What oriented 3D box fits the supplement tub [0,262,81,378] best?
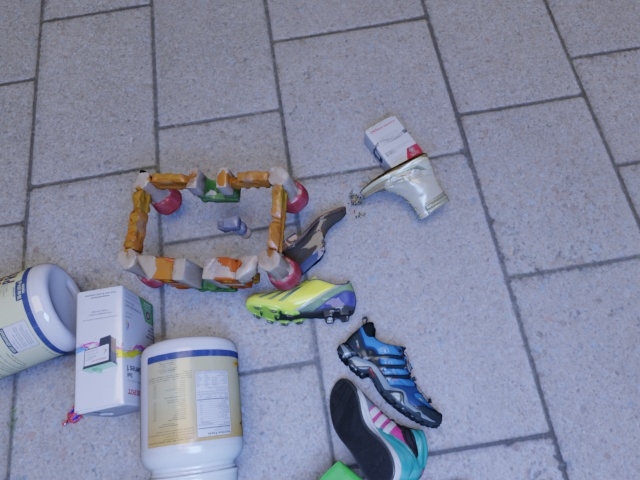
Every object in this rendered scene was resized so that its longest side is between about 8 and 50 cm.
[{"bbox_3d":[-0.783,0.215,1.234,0.324,0.235,0.236,-22,69,-6],"label":"supplement tub"}]

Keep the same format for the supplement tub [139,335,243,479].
[{"bbox_3d":[-0.296,0.398,1.143,0.228,0.228,0.316,-8,69,0],"label":"supplement tub"}]

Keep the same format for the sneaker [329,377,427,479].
[{"bbox_3d":[0.148,0.449,1.161,0.124,0.178,0.295,-56,34,13],"label":"sneaker"}]

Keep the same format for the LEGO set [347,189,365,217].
[{"bbox_3d":[0.104,-0.104,1.430,0.054,0.023,0.083,0,82,5],"label":"LEGO set"}]

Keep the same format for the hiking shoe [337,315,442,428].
[{"bbox_3d":[0.185,0.323,1.208,0.304,0.113,0.132,39,76,16],"label":"hiking shoe"}]

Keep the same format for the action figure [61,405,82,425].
[{"bbox_3d":[-0.606,0.425,1.257,0.038,0.030,0.115,43,79,12],"label":"action figure"}]

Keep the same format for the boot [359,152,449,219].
[{"bbox_3d":[0.234,-0.126,1.384,0.213,0.077,0.165,-27,99,17],"label":"boot"}]

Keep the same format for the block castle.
[{"bbox_3d":[-0.268,-0.021,1.297,0.453,0.213,0.303,0,72,12],"label":"block castle"}]

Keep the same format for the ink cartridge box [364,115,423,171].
[{"bbox_3d":[0.213,-0.277,1.464,0.109,0.063,0.150,-30,70,-8],"label":"ink cartridge box"}]

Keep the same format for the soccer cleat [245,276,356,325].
[{"bbox_3d":[-0.050,0.153,1.305,0.289,0.093,0.121,0,58,2],"label":"soccer cleat"}]

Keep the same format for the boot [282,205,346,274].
[{"bbox_3d":[0.000,0.000,1.369,0.219,0.082,0.106,-34,81,0],"label":"boot"}]

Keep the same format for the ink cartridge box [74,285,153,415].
[{"bbox_3d":[-0.497,0.276,1.214,0.117,0.201,0.278,-9,69,0],"label":"ink cartridge box"}]

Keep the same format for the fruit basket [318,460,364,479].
[{"bbox_3d":[0.053,0.690,0.980,0.391,0.283,0.392,-7,57,10],"label":"fruit basket"}]
